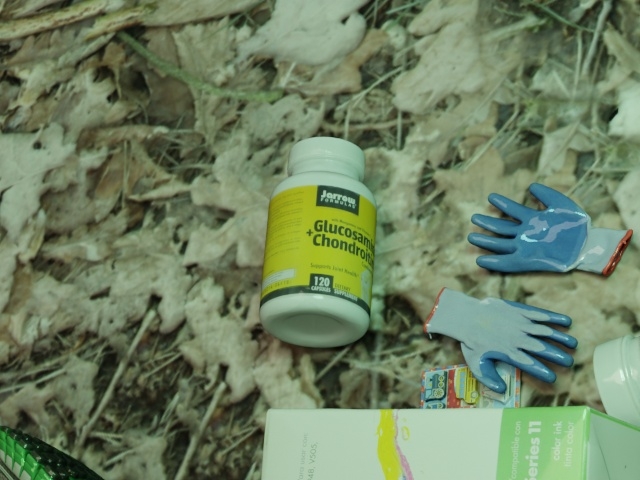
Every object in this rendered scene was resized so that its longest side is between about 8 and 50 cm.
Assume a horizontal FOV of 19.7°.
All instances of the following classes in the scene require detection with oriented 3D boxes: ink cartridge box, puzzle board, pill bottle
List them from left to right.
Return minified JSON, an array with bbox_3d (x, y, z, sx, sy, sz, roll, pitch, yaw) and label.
[{"bbox_3d":[0.000,0.000,1.728,0.103,0.103,0.184,-12,59,29],"label":"pill bottle"},{"bbox_3d":[0.091,0.204,1.474,0.353,0.207,0.119,-4,74,32],"label":"ink cartridge box"},{"bbox_3d":[0.128,0.165,1.609,0.096,0.011,0.128,-12,59,29],"label":"puzzle board"},{"bbox_3d":[0.319,0.091,1.456,0.193,0.108,0.108,-21,55,24],"label":"pill bottle"}]

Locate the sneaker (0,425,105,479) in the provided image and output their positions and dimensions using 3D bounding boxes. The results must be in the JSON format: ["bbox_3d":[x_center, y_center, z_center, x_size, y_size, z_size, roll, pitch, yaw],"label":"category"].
[{"bbox_3d":[-0.241,0.302,1.701,0.146,0.134,0.343,-45,49,5],"label":"sneaker"}]

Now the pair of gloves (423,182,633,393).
[{"bbox_3d":[0.178,0.040,1.632,0.159,0.023,0.198,18,71,39],"label":"pair of gloves"}]
